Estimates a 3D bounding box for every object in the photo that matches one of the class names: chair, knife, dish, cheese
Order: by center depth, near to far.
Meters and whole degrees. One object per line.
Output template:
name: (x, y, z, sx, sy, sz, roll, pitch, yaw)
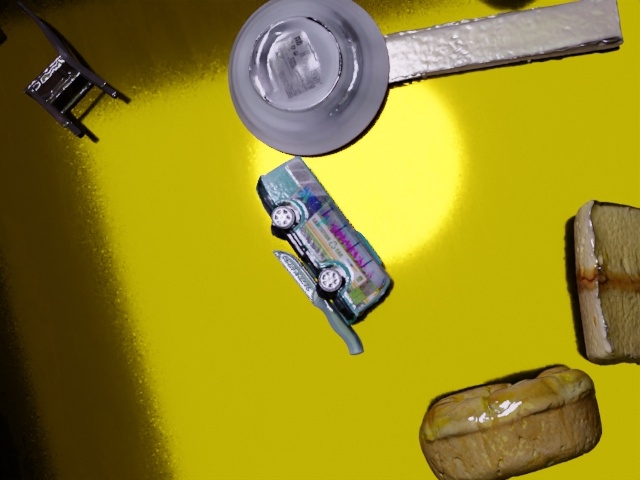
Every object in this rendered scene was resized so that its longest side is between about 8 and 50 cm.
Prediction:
dish: (-0.030, -0.264, 1.788, 0.260, 0.085, 0.260, 0, 88, 14)
cheese: (0.260, -0.306, 1.801, 0.400, 0.034, 0.085, -10, 80, 5)
knife: (-0.002, 0.092, 1.808, 0.028, 0.015, 0.210, -39, 82, 8)
chair: (-0.436, -0.274, 1.853, 0.212, 0.084, 0.101, 42, 87, 8)

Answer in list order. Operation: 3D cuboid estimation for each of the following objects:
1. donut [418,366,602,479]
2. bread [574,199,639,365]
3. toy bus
donut: (0.270, 0.267, 1.669, 0.261, 0.208, 0.128, -17, 85, 10)
bread: (0.440, 0.062, 1.678, 0.135, 0.178, 0.240, -6, 83, 7)
toy bus: (0.000, 0.000, 1.775, 0.109, 0.091, 0.262, -35, 84, -15)
